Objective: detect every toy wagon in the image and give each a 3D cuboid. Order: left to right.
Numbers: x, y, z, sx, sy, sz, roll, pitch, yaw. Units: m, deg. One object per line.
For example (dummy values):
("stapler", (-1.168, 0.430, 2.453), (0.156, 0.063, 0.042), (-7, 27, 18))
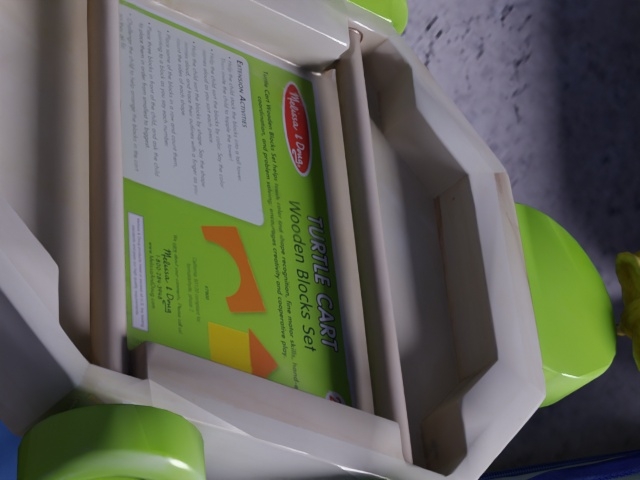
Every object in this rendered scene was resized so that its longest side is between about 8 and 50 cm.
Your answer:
("toy wagon", (0.000, 0.000, 0.626), (0.344, 0.068, 0.267), (21, 48, -34))

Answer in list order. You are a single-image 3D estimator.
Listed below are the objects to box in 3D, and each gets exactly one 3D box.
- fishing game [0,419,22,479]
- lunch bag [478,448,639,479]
("fishing game", (-0.152, 0.073, 0.638), (0.189, 0.041, 0.264), (-4, 83, -5))
("lunch bag", (0.136, 0.182, 0.766), (0.219, 0.090, 0.176), (-8, 100, -21))
